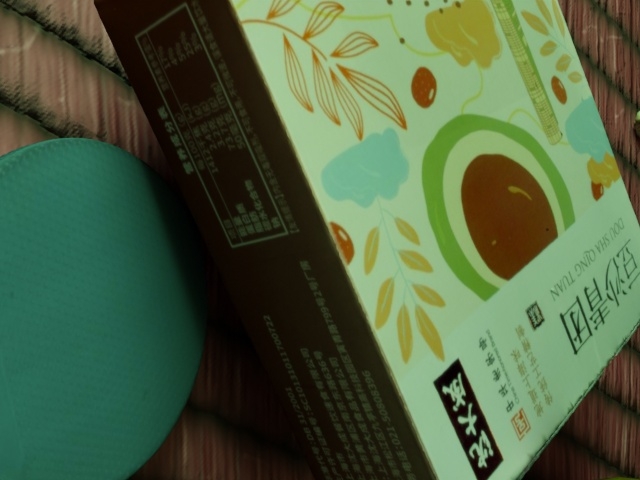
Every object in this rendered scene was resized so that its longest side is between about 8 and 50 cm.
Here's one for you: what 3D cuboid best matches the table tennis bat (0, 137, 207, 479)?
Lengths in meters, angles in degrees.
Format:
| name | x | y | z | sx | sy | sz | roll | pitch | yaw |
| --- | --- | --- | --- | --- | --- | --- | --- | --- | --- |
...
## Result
| name | x | y | z | sx | sy | sz | roll | pitch | yaw |
| --- | --- | --- | --- | --- | --- | --- | --- | --- | --- |
| table tennis bat | -0.158 | 0.054 | 0.446 | 0.329 | 0.044 | 0.215 | -24 | 110 | -64 |

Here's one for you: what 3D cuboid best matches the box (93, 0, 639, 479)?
| name | x | y | z | sx | sy | sz | roll | pitch | yaw |
| --- | --- | --- | --- | --- | --- | --- | --- | --- | --- |
| box | 0.078 | -0.054 | 0.587 | 0.345 | 0.122 | 0.385 | -32 | 103 | -42 |

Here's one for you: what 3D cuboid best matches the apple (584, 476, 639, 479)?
| name | x | y | z | sx | sy | sz | roll | pitch | yaw |
| --- | --- | --- | --- | --- | --- | --- | --- | --- | --- |
| apple | 0.294 | 0.383 | 0.641 | 0.334 | 0.400 | 0.400 | -30 | 106 | -35 |

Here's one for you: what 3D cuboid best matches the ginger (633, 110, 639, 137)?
| name | x | y | z | sx | sy | sz | roll | pitch | yaw |
| --- | --- | --- | --- | --- | --- | --- | --- | --- | --- |
| ginger | 0.474 | -0.155 | 0.962 | 0.288 | 0.075 | 0.089 | -17 | 104 | -38 |
